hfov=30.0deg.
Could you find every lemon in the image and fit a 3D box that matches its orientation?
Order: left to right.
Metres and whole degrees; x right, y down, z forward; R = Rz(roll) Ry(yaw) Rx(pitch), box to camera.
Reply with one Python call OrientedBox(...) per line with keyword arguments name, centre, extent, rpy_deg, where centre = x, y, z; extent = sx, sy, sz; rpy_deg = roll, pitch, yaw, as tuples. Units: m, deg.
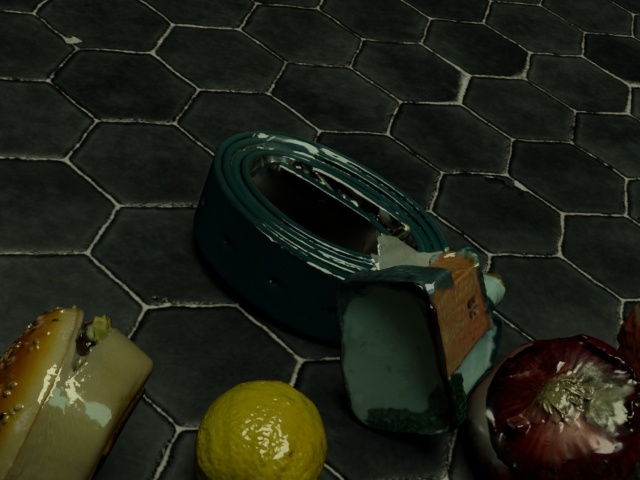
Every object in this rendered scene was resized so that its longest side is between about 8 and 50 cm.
OrientedBox(name="lemon", centre=(-0.078, 0.278, 1.566), extent=(0.181, 0.180, 0.193), rpy_deg=(2, 36, -21))

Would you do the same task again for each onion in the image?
OrientedBox(name="onion", centre=(0.354, 0.277, 1.755), extent=(0.272, 0.195, 0.272), rpy_deg=(-18, 45, 19))

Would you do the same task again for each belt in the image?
OrientedBox(name="belt", centre=(-0.001, 0.000, 1.952), extent=(0.437, 0.173, 0.300), rpy_deg=(30, 40, 14))

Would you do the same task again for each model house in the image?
OrientedBox(name="model house", centre=(0.178, 0.122, 1.788), extent=(0.185, 0.253, 0.291), rpy_deg=(3, 24, 39))

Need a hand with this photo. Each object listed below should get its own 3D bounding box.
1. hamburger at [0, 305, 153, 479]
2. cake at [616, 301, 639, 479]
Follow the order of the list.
OrientedBox(name="hamburger", centre=(-0.332, 0.221, 1.444), extent=(0.176, 0.300, 0.300), rpy_deg=(30, 36, -6))
OrientedBox(name="cake", centre=(0.597, 0.228, 1.792), extent=(0.270, 0.319, 0.269), rpy_deg=(14, 34, -14))
